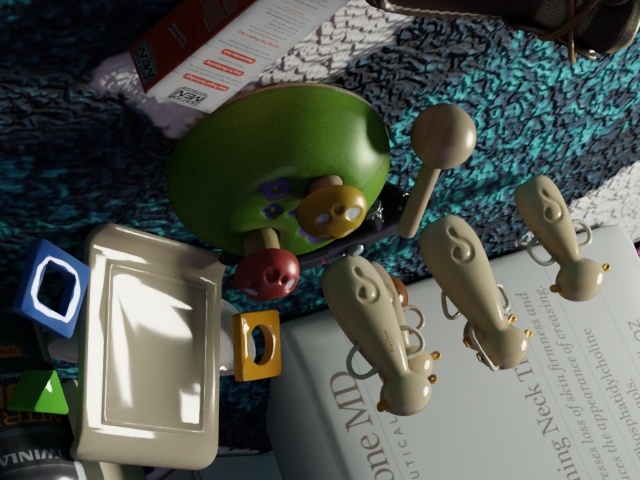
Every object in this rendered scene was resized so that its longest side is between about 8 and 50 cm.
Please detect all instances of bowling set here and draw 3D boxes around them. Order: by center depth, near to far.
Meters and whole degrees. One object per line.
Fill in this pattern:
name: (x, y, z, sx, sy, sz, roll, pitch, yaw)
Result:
bowling set: (0.122, 0.071, 1.518, 0.287, 0.154, 0.200, -23, 169, -21)

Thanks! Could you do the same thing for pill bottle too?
pill bottle: (-0.270, 0.172, 1.322, 0.130, 0.245, 0.130, -18, 156, -8)

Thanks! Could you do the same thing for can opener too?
can opener: (0.000, 0.000, 1.404, 0.186, 0.059, 0.073, -23, 145, -1)

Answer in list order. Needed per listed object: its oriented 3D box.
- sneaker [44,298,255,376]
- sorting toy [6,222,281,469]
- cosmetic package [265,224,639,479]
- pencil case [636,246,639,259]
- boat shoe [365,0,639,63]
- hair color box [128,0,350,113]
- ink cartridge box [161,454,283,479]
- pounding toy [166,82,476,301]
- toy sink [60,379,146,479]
sneaker: (-0.161, 0.092, 1.474, 0.212, 0.080, 0.094, 11, 152, -39)
sorting toy: (-0.152, 0.096, 1.368, 0.047, 0.196, 0.348, -2, 169, 34)
cosmetic package: (0.180, 0.237, 1.721, 0.394, 0.329, 0.327, -16, 156, -13)
pencil case: (0.366, 0.081, 1.843, 0.098, 0.095, 0.209, -50, 166, -27)
boat shoe: (0.187, -0.189, 1.092, 0.342, 0.123, 0.123, -10, 153, -25)
hair color box: (-0.056, -0.147, 1.080, 0.141, 0.043, 0.072, -36, 152, 27)
ink cartridge box: (-0.154, 0.354, 1.983, 0.159, 0.092, 0.218, 5, 147, -45)
pounding toy: (0.003, -0.023, 1.252, 0.237, 0.110, 0.183, -1, 141, -19)
toy sink: (-0.309, 0.260, 1.614, 0.234, 0.131, 0.153, -23, 155, 4)
